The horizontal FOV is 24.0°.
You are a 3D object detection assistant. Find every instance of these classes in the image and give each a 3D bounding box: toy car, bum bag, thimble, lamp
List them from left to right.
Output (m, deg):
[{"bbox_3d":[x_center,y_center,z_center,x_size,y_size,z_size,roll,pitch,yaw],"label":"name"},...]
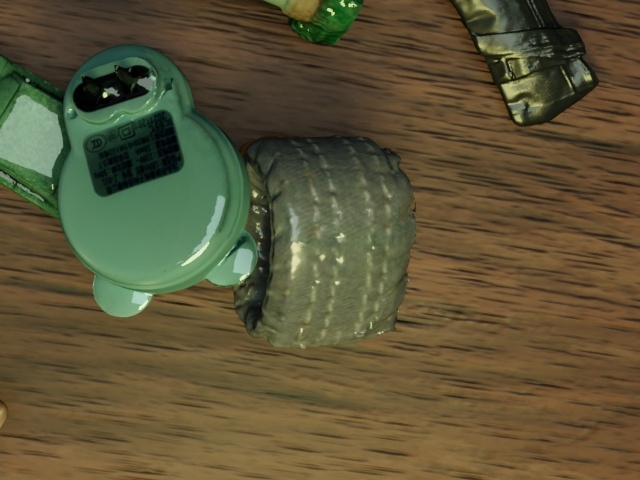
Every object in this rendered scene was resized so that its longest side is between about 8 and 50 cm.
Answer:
[{"bbox_3d":[-0.326,-0.120,1.726,0.321,0.097,0.141,31,87,-8],"label":"toy car"},{"bbox_3d":[-0.189,-0.073,1.640,0.209,0.147,0.284,-18,98,5],"label":"lamp"},{"bbox_3d":[0.000,0.000,1.682,0.172,0.205,0.236,0,96,-17],"label":"thimble"},{"bbox_3d":[0.234,-0.260,1.816,0.123,0.060,0.248,-30,97,-5],"label":"bum bag"}]

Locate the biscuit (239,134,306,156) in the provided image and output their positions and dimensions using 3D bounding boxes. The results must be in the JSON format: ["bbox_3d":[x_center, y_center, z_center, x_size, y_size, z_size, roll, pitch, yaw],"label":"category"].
[{"bbox_3d":[-0.066,-0.034,1.795,0.186,0.036,0.192,7,90,-6],"label":"biscuit"}]

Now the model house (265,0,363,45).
[{"bbox_3d":[-0.075,-0.405,1.707,0.325,0.194,0.267,23,89,-6],"label":"model house"}]

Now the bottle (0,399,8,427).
[{"bbox_3d":[-0.507,0.165,1.685,0.297,0.173,0.206,34,56,-5],"label":"bottle"}]
